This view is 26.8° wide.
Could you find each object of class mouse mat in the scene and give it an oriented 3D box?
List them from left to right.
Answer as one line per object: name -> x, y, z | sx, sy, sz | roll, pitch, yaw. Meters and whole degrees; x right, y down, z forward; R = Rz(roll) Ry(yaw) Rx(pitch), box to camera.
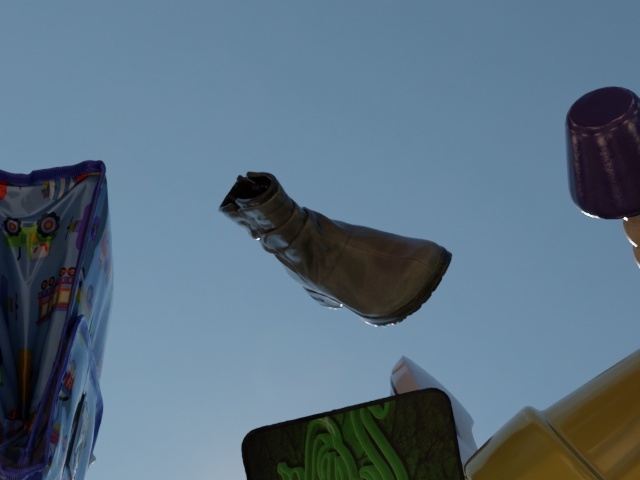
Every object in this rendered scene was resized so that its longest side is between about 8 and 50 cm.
mouse mat -> 0.034, 0.207, 0.937 | 0.007, 0.153, 0.189 | -166, -116, -78

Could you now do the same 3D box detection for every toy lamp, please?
toy lamp -> 0.233, 0.013, 0.937 | 0.080, 0.080, 0.274 | 1, -47, 38

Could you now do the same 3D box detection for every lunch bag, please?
lunch bag -> -0.238, 0.114, 1.091 | 0.221, 0.138, 0.293 | 103, -15, -60

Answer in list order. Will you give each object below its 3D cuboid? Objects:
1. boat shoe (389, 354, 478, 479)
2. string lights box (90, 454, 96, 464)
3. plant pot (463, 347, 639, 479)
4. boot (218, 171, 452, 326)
boat shoe -> 0.103, 0.216, 1.406 | 0.108, 0.301, 0.102 | 40, -80, -15
string lights box -> -0.329, 0.243, 1.220 | 0.077, 0.260, 0.133 | 40, -24, 17
plant pot -> 0.293, 0.202, 1.138 | 0.239, 0.254, 0.254 | -45, -113, 4
boot -> 0.000, 0.000, 1.256 | 0.083, 0.161, 0.246 | -58, -156, -17
